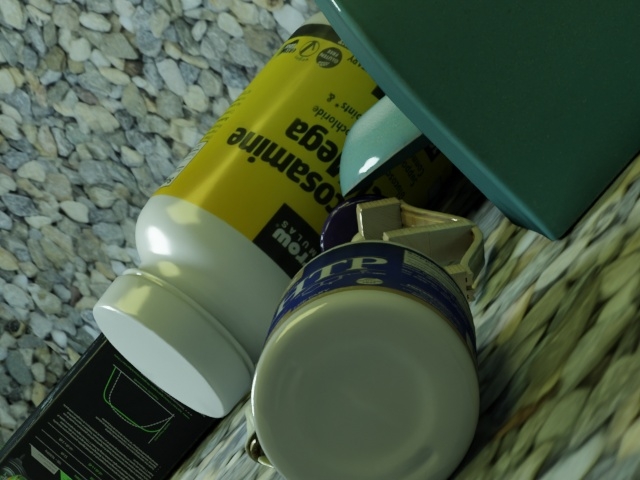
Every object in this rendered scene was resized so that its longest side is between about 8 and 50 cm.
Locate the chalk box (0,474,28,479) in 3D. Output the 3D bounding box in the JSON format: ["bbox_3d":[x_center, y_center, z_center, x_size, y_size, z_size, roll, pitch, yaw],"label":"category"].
[{"bbox_3d":[-0.224,0.265,1.433,0.132,0.132,0.213,-50,7,-17],"label":"chalk box"}]

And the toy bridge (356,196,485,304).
[{"bbox_3d":[0.074,0.003,1.260,0.063,0.026,0.188,-10,18,-9],"label":"toy bridge"}]

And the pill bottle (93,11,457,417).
[{"bbox_3d":[-0.034,-0.021,1.610,0.334,0.188,0.188,-51,6,-19],"label":"pill bottle"}]

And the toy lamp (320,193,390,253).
[{"bbox_3d":[0.031,0.023,1.392,0.080,0.080,0.274,-47,6,16],"label":"toy lamp"}]

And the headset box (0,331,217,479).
[{"bbox_3d":[-0.226,0.202,1.866,0.283,0.131,0.246,-49,5,5],"label":"headset box"}]

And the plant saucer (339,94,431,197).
[{"bbox_3d":[0.136,-0.139,1.432,0.318,0.043,0.317,-34,-2,-1],"label":"plant saucer"}]

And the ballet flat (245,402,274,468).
[{"bbox_3d":[-0.015,0.126,1.255,0.168,0.057,0.052,139,144,-75],"label":"ballet flat"}]

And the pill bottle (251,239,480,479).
[{"bbox_3d":[0.026,0.060,0.996,0.112,0.112,0.186,-48,6,11],"label":"pill bottle"}]

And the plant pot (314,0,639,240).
[{"bbox_3d":[0.101,-0.144,1.168,0.165,0.234,0.165,-48,6,1],"label":"plant pot"}]
